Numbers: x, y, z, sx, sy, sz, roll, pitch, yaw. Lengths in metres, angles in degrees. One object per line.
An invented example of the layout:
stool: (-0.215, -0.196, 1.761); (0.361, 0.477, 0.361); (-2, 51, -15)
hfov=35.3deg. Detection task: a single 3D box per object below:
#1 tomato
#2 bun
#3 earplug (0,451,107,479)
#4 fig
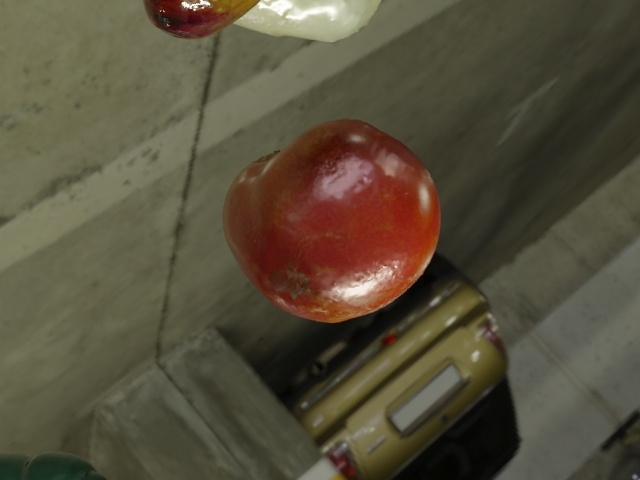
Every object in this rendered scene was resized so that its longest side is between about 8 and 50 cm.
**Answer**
tomato: (0.000, 0.000, 1.019); (0.233, 0.200, 0.139); (-32, -164, 38)
bun: (-0.038, -0.267, 0.848); (0.231, 0.231, 0.133); (-28, 143, -46)
earplug: (-0.373, 0.349, 1.276); (0.280, 0.163, 0.257); (-16, 167, 16)
fig: (-0.066, -0.188, 0.716); (0.125, 0.088, 0.089); (-7, 161, -6)
